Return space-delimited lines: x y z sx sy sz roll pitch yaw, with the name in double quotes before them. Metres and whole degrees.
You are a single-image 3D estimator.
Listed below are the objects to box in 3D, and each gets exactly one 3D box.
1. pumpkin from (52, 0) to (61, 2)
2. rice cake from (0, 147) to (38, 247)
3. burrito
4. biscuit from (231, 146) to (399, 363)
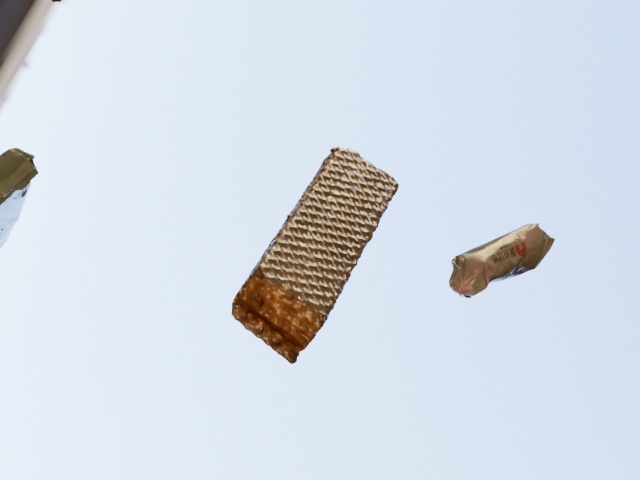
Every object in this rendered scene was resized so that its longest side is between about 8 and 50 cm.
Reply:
"pumpkin" -0.270 -0.395 1.882 0.254 0.149 0.130 -54 177 -6
"rice cake" -0.312 -0.019 1.546 0.085 0.040 0.226 -43 179 -24
"burrito" 0.233 0.027 2.202 0.203 0.064 0.064 -22 169 -48
"biscuit" 0.000 0.000 1.805 0.054 0.094 0.378 -51 -177 29
